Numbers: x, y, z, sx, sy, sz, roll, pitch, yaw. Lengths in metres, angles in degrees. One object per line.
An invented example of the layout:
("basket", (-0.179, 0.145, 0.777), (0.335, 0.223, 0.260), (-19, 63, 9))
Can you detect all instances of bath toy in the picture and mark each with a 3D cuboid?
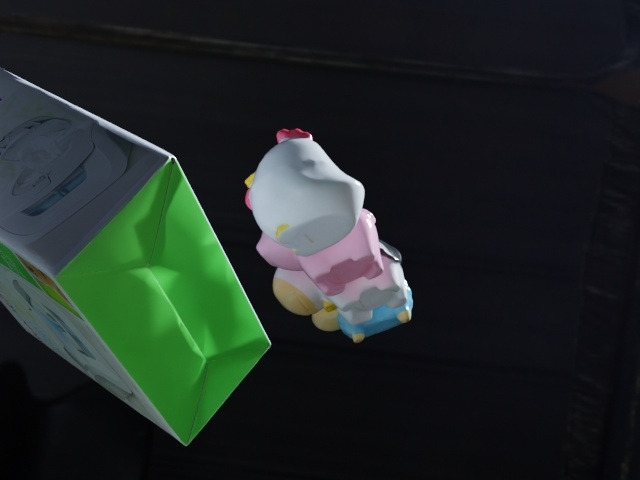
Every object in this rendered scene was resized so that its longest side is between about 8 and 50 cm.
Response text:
("bath toy", (0.000, 0.000, 1.068), (0.348, 0.151, 0.129), (61, 9, -62))

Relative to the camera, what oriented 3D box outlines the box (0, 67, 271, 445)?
("box", (-0.190, 0.011, 0.814), (0.127, 0.231, 0.262), (-50, 147, -21))
